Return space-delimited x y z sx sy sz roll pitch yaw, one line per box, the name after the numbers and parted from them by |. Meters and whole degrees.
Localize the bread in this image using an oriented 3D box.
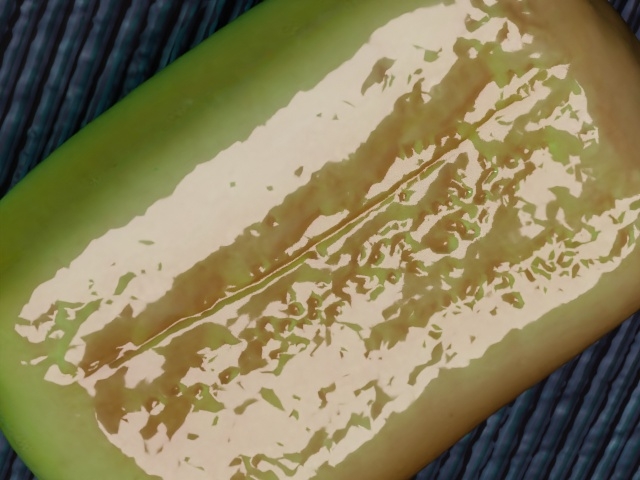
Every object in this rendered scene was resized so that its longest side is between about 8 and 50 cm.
0.000 0.000 0.493 0.217 0.098 0.147 -33 112 2 | bread
